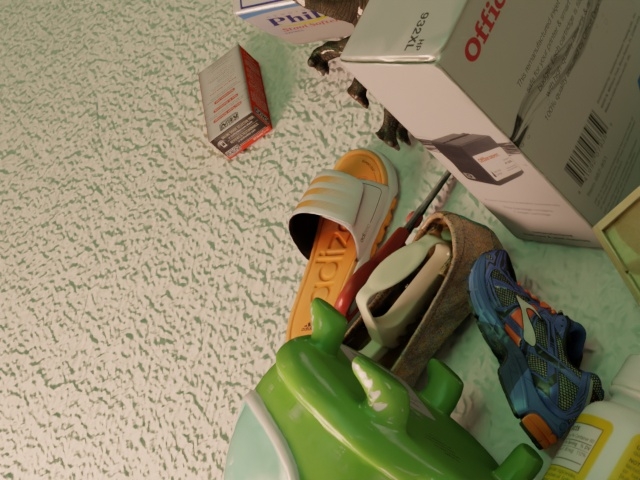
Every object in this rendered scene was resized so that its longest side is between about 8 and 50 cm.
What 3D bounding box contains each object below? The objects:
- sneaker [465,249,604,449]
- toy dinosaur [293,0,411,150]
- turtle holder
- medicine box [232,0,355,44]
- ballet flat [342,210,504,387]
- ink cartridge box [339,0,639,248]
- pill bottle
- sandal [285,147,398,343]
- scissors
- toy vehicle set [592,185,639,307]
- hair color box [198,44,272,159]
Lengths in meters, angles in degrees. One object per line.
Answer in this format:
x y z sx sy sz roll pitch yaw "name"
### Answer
0.198 0.091 1.445 0.087 0.083 0.221 -25 48 8 "sneaker"
0.091 -0.202 1.698 0.160 0.121 0.313 -47 72 16 "toy dinosaur"
0.050 0.227 1.353 0.320 0.243 0.227 40 99 34 "turtle holder"
0.042 -0.398 1.815 0.263 0.149 0.289 -7 80 28 "medicine box"
0.052 0.099 1.542 0.316 0.106 0.107 -54 42 -5 "ballet flat"
0.190 -0.167 1.465 0.129 0.307 0.223 7 64 47 "ink cartridge box"
0.239 0.204 1.263 0.119 0.119 0.208 21 75 50 "pill bottle"
0.008 -0.001 1.692 0.102 0.076 0.265 -9 53 40 "sandal"
0.086 -0.005 1.653 0.021 0.109 0.297 30 57 13 "scissors"
0.360 -0.022 1.288 0.267 0.035 0.166 -45 60 34 "toy vehicle set"
-0.108 -0.174 1.977 0.072 0.043 0.141 -33 40 20 "hair color box"
